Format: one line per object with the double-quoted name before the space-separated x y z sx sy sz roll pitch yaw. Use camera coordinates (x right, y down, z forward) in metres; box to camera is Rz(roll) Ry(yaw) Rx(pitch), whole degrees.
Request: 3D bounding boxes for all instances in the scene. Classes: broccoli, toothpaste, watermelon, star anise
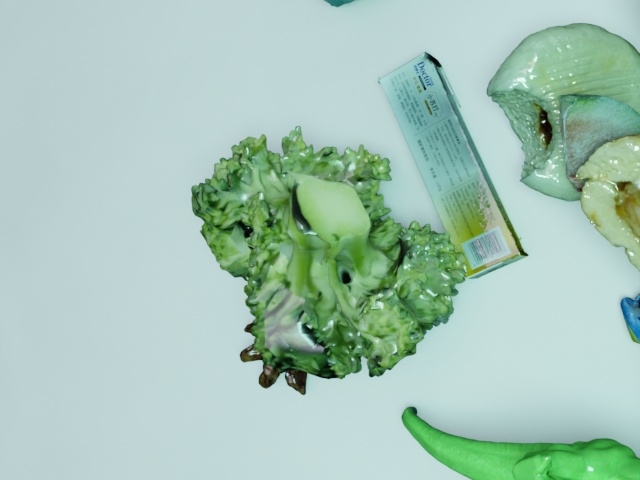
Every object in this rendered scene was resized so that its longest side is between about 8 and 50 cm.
"broccoli" 0.009 0.015 0.944 0.277 0.317 0.339 -22 104 -16
"toothpaste" 0.179 -0.104 0.976 0.089 0.071 0.313 -28 76 26
"watermelon" 0.298 -0.115 0.783 0.081 0.180 0.094 15 74 48
"star anise" -0.053 0.119 1.087 0.177 0.073 0.234 -15 71 17

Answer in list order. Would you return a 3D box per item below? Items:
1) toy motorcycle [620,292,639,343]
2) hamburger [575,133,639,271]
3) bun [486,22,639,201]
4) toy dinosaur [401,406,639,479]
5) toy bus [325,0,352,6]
"toy motorcycle" 0.438 0.173 0.823 0.135 0.092 0.255 -30 66 32
"hamburger" 0.451 -0.023 0.756 0.330 0.209 0.162 42 142 9
"bun" 0.302 -0.159 0.883 0.203 0.126 0.213 9 98 1
"toy dinosaur" 0.329 0.256 0.801 0.374 0.500 0.144 3 97 -10
"toy bus" 0.083 -0.445 1.009 0.255 0.128 0.147 -20 80 23
